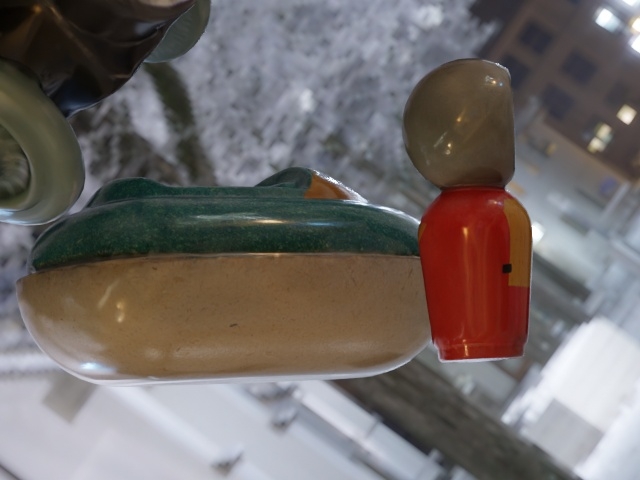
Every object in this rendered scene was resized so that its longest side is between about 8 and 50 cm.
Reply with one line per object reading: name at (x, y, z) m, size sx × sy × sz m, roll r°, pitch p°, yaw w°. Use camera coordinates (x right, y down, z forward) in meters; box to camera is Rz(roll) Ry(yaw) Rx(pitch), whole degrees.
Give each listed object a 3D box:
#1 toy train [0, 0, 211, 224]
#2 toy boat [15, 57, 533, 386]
toy train at (-0.185, -0.088, 0.682) m, size 0.334 × 0.190 × 0.142 m, roll -21°, pitch 28°, yaw 48°
toy boat at (0.000, 0.000, 0.954) m, size 0.267 × 0.148 × 0.318 m, roll 2°, pitch -8°, yaw -38°
